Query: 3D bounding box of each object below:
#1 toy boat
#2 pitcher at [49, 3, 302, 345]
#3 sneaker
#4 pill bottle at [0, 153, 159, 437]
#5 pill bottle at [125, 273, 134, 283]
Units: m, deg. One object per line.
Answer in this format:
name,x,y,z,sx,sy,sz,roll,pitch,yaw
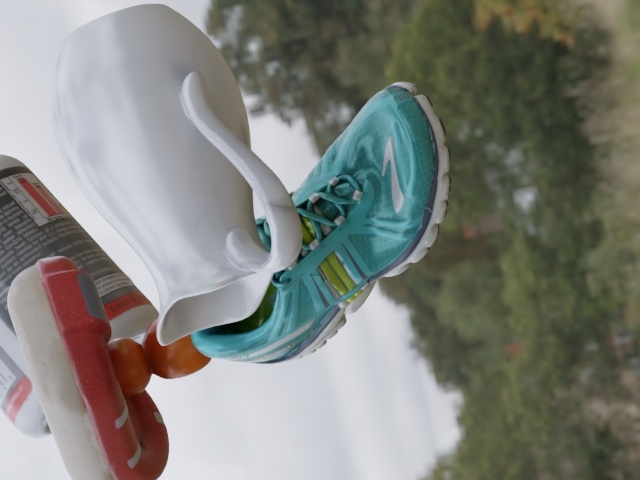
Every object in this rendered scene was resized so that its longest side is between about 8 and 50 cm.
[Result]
toy boat,-0.160,0.105,1.531,0.231,0.151,0.151,81,167,-52
pitcher,-0.087,-0.055,1.202,0.178,0.125,0.207,-35,75,54
sneaker,0.000,0.000,1.361,0.110,0.275,0.107,-3,-132,-46
pill bottle,-0.371,0.032,2.133,0.363,0.210,0.210,47,180,12
pill bottle,-0.312,0.093,2.342,0.184,0.103,0.103,-25,-77,-59
